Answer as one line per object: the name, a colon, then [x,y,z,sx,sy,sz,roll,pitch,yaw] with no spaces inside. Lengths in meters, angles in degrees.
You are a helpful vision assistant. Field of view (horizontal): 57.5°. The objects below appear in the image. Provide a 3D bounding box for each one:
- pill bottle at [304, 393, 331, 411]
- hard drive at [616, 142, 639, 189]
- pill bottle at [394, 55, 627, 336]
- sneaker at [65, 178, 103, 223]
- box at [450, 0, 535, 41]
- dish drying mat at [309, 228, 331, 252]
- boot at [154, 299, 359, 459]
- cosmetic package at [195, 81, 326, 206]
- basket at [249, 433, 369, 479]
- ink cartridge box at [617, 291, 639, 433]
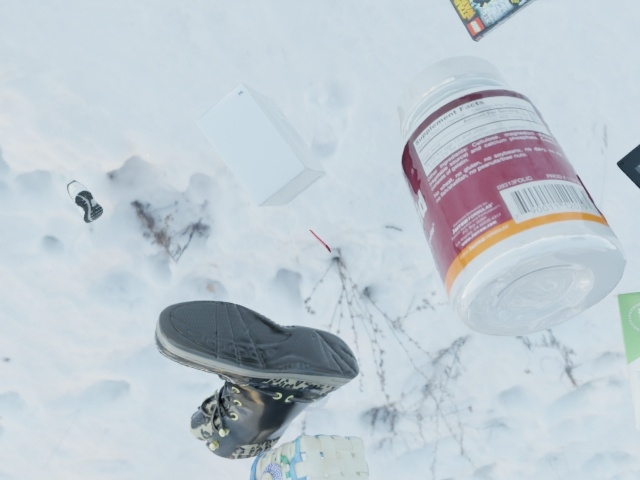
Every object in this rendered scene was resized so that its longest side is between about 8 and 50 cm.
pill bottle: [-0.021,0.329,1.309,0.094,0.094,0.169,-3,158,-5]
hard drive: [0.455,-0.104,0.733,0.022,0.094,0.135,-31,166,-29]
pill bottle: [0.245,-0.079,0.853,0.224,0.392,0.224,-7,141,-6]
sneaker: [-0.416,-0.070,1.028,0.040,0.044,0.109,-37,161,-23]
box: [0.213,-0.351,0.779,0.094,0.027,0.137,-32,84,32]
dish drying mat: [0.000,0.000,1.458,0.008,0.083,0.032,-42,132,-3]
boot: [-0.151,0.257,1.027,0.378,0.138,0.284,17,125,-35]
cosmetic package: [-0.122,-0.200,1.281,0.138,0.225,0.224,-37,86,10]
basket: [-0.033,0.473,1.015,0.201,0.254,0.289,9,134,-26]
ink cartridge box: [0.617,0.163,0.797,0.354,0.207,0.119,-10,154,28]
